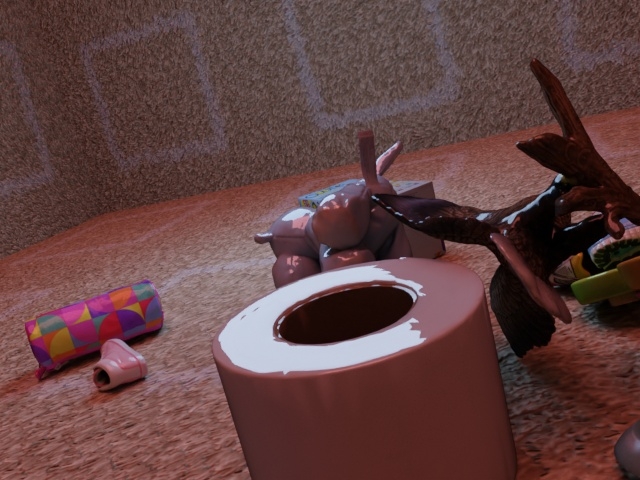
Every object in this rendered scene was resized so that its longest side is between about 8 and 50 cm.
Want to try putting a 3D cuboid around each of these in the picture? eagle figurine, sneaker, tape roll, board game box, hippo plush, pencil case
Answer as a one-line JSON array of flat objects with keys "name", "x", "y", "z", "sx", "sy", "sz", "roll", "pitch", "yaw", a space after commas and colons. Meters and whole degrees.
[{"name": "eagle figurine", "x": 0.197, "y": 0.000, "z": 0.654, "sx": 0.225, "sy": 0.227, "sz": 0.298, "roll": 6, "pitch": -23, "yaw": -26}, {"name": "sneaker", "x": 0.414, "y": -0.023, "z": 0.790, "sx": 0.162, "sy": 0.063, "sz": 0.073, "roll": -16, "pitch": 40, "yaw": 4}, {"name": "tape roll", "x": 0.041, "y": 0.136, "z": 0.566, "sx": 0.246, "sy": 0.169, "sz": 0.246, "roll": -13, "pitch": 13, "yaw": 3}, {"name": "sneaker", "x": -0.328, "y": 0.191, "z": 0.960, "sx": 0.070, "sy": 0.051, "sz": 0.134, "roll": -19, "pitch": 18, "yaw": -39}, {"name": "board game box", "x": 0.093, "y": -0.032, "z": 1.227, "sx": 0.144, "sy": 0.142, "sz": 0.275, "roll": -21, "pitch": 16, "yaw": -26}, {"name": "hippo plush", "x": 0.000, "y": 0.000, "z": 0.973, "sx": 0.236, "sy": 0.295, "sz": 0.234, "roll": -15, "pitch": -10, "yaw": 33}, {"name": "pencil case", "x": -0.395, "y": 0.152, "z": 1.100, "sx": 0.236, "sy": 0.105, "sz": 0.104, "roll": -22, "pitch": 16, "yaw": -22}, {"name": "sneaker", "x": 0.414, "y": 0.005, "z": 0.878, "sx": 0.225, "sy": 0.088, "sz": 0.092, "roll": -28, "pitch": 8, "yaw": -18}]

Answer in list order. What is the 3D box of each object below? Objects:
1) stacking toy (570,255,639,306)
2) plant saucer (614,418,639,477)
[{"name": "stacking toy", "x": 0.452, "y": 0.062, "z": 0.685, "sx": 0.308, "sy": 0.131, "sz": 0.279, "roll": -13, "pitch": -12, "yaw": -8}, {"name": "plant saucer", "x": 0.295, "y": 0.160, "z": 0.488, "sx": 0.119, "sy": 0.021, "sz": 0.119, "roll": -8, "pitch": 6, "yaw": 1}]
